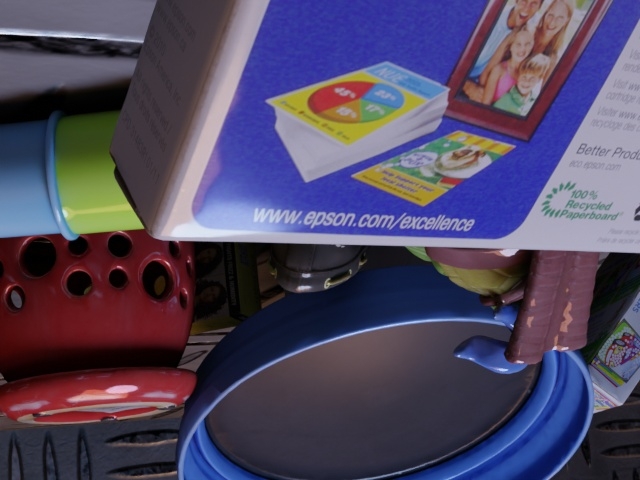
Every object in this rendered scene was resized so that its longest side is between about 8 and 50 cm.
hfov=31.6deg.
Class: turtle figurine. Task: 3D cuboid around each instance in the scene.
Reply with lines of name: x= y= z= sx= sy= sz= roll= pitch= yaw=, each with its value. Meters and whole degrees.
turtle figurine: x=0.083 y=-0.089 z=0.631 sx=0.198 sy=0.274 sz=0.266 roll=11 pitch=154 yaw=25

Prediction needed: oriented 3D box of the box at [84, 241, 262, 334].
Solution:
box: x=-0.176 y=0.057 z=1.129 sx=0.232 sy=0.087 sz=0.058 roll=-11 pitch=164 yaw=18

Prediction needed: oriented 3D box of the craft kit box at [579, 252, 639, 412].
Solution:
craft kit box: x=0.320 y=0.079 z=1.208 sx=0.246 sy=0.061 sz=0.250 roll=-49 pitch=176 yaw=-15

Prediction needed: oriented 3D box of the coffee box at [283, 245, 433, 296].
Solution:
coffee box: x=0.048 y=0.072 z=1.226 sx=0.168 sy=0.118 sz=0.297 roll=-8 pitch=167 yaw=-1

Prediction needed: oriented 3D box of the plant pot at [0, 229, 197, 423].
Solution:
plant pot: x=-0.199 y=0.064 z=0.961 sx=0.191 sy=0.174 sz=0.191 roll=-5 pitch=167 yaw=-1

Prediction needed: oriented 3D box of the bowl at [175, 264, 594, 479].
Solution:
bowl: x=0.057 y=0.168 z=1.060 sx=0.391 sy=0.077 sz=0.391 roll=-7 pitch=138 yaw=-7

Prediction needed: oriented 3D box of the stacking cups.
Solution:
stacking cups: x=-0.191 y=-0.032 z=0.722 sx=0.316 sy=0.096 sz=0.096 roll=-8 pitch=166 yaw=1

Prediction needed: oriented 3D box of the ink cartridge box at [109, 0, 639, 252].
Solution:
ink cartridge box: x=0.113 y=-0.130 z=0.381 sx=0.304 sy=0.072 sz=0.307 roll=3 pitch=124 yaw=-35

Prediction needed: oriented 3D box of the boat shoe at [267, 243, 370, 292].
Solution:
boat shoe: x=0.000 y=0.000 z=0.909 sx=0.081 sy=0.068 sz=0.228 roll=13 pitch=-176 yaw=9
